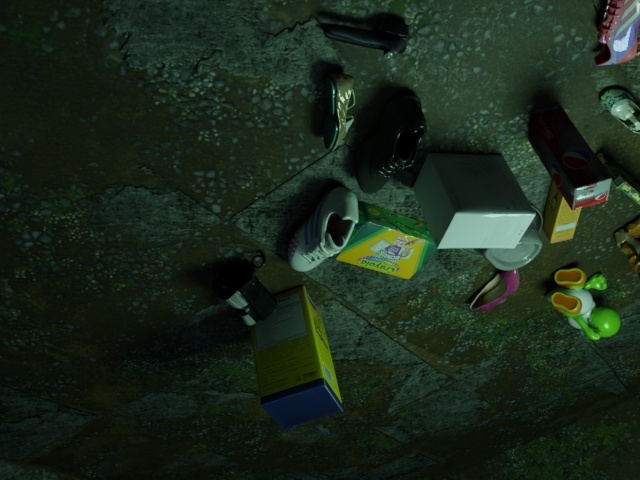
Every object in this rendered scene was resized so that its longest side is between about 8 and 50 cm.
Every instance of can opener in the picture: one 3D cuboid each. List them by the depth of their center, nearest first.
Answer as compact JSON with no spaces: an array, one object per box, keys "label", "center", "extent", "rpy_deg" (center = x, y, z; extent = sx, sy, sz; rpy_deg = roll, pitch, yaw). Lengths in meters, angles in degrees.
[{"label":"can opener","center":[0.097,-0.423,1.316],"extent":[0.186,0.073,0.059],"rpy_deg":[2,176,-13]}]

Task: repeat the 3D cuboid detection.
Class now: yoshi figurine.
[{"label":"yoshi figurine","center":[0.941,0.236,2.198],"extent":[0.204,0.203,0.362],"rpy_deg":[-37,138,15]}]

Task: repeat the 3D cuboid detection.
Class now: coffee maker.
[{"label":"coffee maker","center":[-0.196,0.147,1.823],"extent":[0.171,0.120,0.178],"rpy_deg":[-23,139,9]}]

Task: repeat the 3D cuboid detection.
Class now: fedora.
[{"label":"fedora","center":[0.544,0.002,1.863],"extent":[0.276,0.124,0.243],"rpy_deg":[13,132,-28]}]

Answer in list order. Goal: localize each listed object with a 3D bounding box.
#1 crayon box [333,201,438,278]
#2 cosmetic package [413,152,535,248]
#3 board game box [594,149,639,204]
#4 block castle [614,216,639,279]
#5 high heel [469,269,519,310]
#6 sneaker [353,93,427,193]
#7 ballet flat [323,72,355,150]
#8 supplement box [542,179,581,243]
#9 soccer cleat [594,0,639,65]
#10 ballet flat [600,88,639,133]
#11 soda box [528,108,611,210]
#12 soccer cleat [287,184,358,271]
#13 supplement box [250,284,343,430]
[{"label":"crayon box","center":[0.187,0.006,1.799],"extent":[0.279,0.081,0.165],"rpy_deg":[16,131,-30]},{"label":"cosmetic package","center":[0.388,-0.103,1.622],"extent":[0.225,0.224,0.138],"rpy_deg":[-1,138,-15]},{"label":"board game box","center":[0.873,-0.153,1.772],"extent":[0.260,0.136,0.030],"rpy_deg":[24,128,-36]},{"label":"block castle","center":[1.162,-0.008,1.897],"extent":[0.213,0.302,0.453],"rpy_deg":[27,125,-30]},{"label":"high heel","center":[0.573,0.158,2.086],"extent":[0.117,0.082,0.244],"rpy_deg":[-16,153,-13]},{"label":"sneaker","center":[0.165,-0.207,1.515],"extent":[0.109,0.130,0.286],"rpy_deg":[3,138,-22]},{"label":"ballet flat","center":[0.046,-0.290,1.436],"extent":[0.067,0.073,0.206],"rpy_deg":[-18,145,-17]},{"label":"supplement box","center":[0.708,-0.098,1.833],"extent":[0.080,0.078,0.233],"rpy_deg":[-13,140,-1]},{"label":"soccer cleat","center":[0.650,-0.485,1.377],"extent":[0.095,0.083,0.248],"rpy_deg":[-18,142,11]},{"label":"ballet flat","center":[0.785,-0.326,1.605],"extent":[0.189,0.070,0.070],"rpy_deg":[19,130,-32]},{"label":"soda box","center":[0.603,-0.201,1.541],"extent":[0.092,0.263,0.083],"rpy_deg":[-16,140,3]},{"label":"soccer cleat","center":[0.000,0.000,1.692],"extent":[0.116,0.143,0.331],"rpy_deg":[9,135,-25]},{"label":"supplement box","center":[-0.080,0.350,1.904],"extent":[0.194,0.356,0.195],"rpy_deg":[-19,139,6]}]
